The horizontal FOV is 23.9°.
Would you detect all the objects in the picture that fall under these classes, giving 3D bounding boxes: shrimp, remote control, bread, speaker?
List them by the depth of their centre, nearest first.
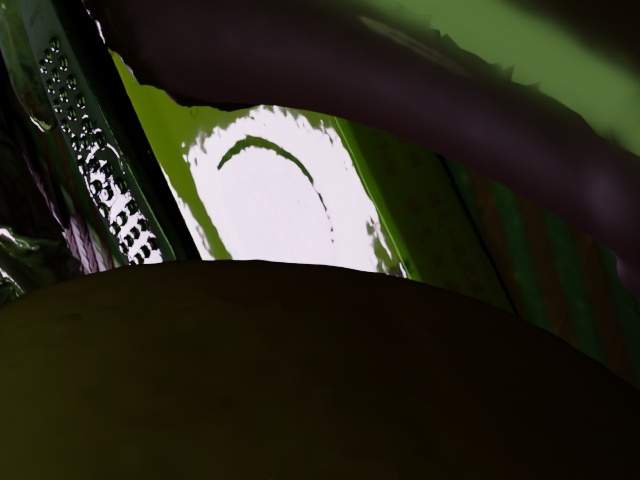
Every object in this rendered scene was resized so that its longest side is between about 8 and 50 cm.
[{"bbox_3d":[0.044,0.207,0.372,0.376,0.253,0.348,-101,-13,-51],"label":"bread"},{"bbox_3d":[0.118,-0.089,0.421,0.329,0.198,0.259,32,104,32],"label":"speaker"},{"bbox_3d":[-0.128,-0.067,0.918,0.222,0.042,0.072,65,150,10],"label":"remote control"},{"bbox_3d":[-0.227,-0.090,1.053,0.360,0.085,0.247,62,143,25],"label":"shrimp"}]

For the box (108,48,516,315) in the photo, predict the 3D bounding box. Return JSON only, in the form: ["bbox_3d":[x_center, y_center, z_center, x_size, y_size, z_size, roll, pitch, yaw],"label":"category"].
[{"bbox_3d":[0.000,0.000,0.730,0.335,0.047,0.187,65,150,12],"label":"box"}]
